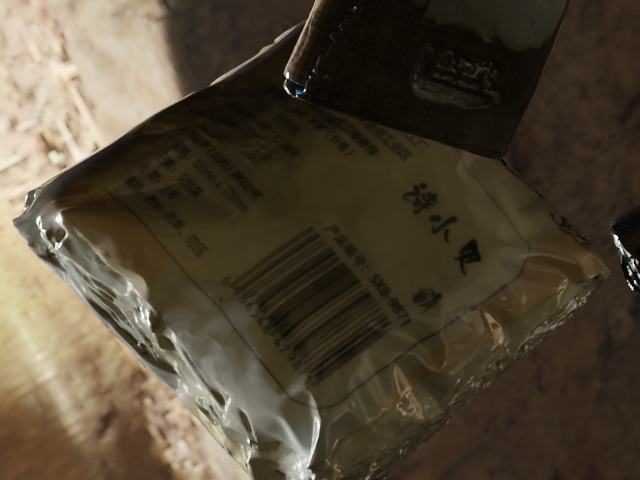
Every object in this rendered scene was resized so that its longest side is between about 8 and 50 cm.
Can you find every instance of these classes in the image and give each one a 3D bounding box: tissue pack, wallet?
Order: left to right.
[{"bbox_3d":[0.000,0.000,1.393,0.375,0.390,0.195,51,162,18],"label":"tissue pack"},{"bbox_3d":[0.076,-0.158,0.808,0.230,0.124,0.042,-68,25,11],"label":"wallet"}]

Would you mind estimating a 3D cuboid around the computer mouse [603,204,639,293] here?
[{"bbox_3d":[0.278,0.018,0.971,0.146,0.241,0.077,-92,22,-53],"label":"computer mouse"}]
